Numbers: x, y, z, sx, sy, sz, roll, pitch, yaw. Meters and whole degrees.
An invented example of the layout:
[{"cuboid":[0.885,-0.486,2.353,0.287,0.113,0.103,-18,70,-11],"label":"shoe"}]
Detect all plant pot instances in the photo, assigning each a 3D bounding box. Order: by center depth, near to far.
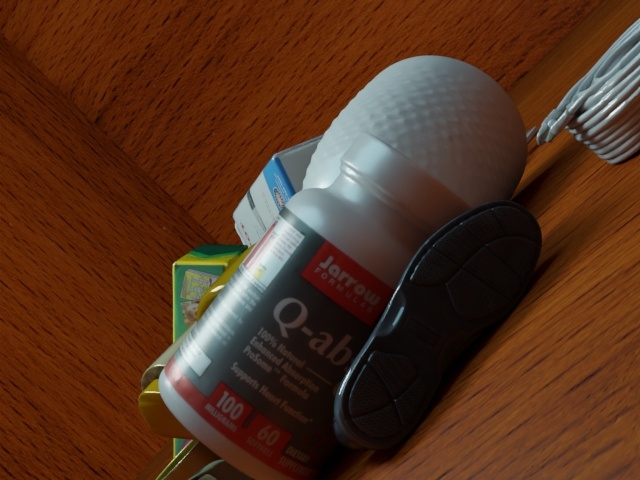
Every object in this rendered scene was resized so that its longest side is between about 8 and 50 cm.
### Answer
[{"cuboid":[-0.175,0.353,1.696,0.134,0.095,0.134,-45,2,2],"label":"plant pot"}]

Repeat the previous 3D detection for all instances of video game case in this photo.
[{"cuboid":[0.362,-0.163,2.194,0.087,0.011,0.122,-48,3,-36],"label":"video game case"}]

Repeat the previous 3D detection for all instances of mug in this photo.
[{"cuboid":[0.112,-0.035,1.644,0.328,0.276,0.374,-50,-26,-51],"label":"mug"}]

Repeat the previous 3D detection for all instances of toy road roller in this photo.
[{"cuboid":[-0.109,0.131,1.585,0.329,0.241,0.202,-5,27,33],"label":"toy road roller"}]

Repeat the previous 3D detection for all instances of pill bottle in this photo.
[{"cuboid":[0.005,0.074,1.258,0.363,0.210,0.210,-54,1,2],"label":"pill bottle"}]

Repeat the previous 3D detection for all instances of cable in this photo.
[{"cuboid":[0.381,-0.199,1.269,0.257,0.089,0.257,-46,2,-35],"label":"cable"}]

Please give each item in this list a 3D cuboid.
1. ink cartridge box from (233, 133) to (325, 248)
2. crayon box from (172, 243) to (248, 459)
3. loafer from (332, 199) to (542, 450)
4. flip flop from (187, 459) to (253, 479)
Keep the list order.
[{"cuboid":[0.000,0.000,2.066,0.166,0.286,0.395,-24,-5,-19],"label":"ink cartridge box"},{"cuboid":[-0.192,0.201,2.059,0.313,0.106,0.363,-75,-14,-84],"label":"crayon box"},{"cuboid":[0.106,0.082,1.142,0.302,0.109,0.095,-50,-1,-22],"label":"loafer"},{"cuboid":[-0.116,0.315,1.307,0.080,0.112,0.277,-30,1,17],"label":"flip flop"}]
